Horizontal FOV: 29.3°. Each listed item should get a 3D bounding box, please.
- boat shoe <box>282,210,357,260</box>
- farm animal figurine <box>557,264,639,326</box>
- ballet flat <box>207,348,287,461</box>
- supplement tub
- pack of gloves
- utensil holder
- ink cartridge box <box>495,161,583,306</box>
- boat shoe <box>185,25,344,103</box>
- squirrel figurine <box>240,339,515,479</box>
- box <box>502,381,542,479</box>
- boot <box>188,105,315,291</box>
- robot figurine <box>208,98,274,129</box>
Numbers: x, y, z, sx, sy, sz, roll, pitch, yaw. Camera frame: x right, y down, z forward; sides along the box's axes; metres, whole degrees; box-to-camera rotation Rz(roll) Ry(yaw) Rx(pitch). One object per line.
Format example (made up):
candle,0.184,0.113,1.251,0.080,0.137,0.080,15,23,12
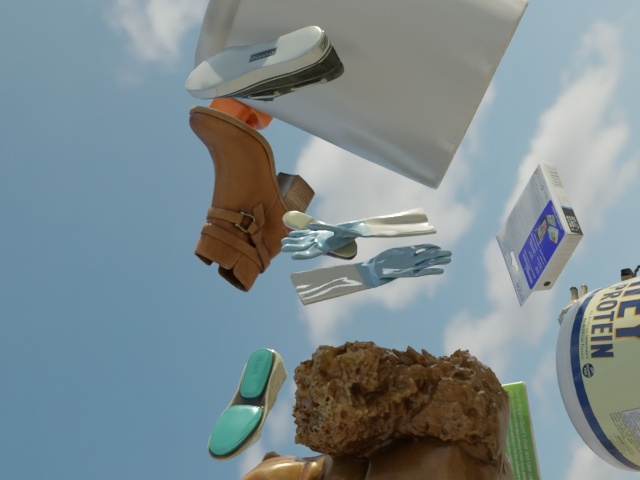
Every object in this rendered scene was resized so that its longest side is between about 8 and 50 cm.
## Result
boat shoe,0.000,0.000,1.844,0.049,0.137,0.043,-43,-35,-35
farm animal figurine,0.628,0.168,2.127,0.327,0.330,0.172,31,-128,-31
ballet flat,-0.118,0.297,2.106,0.086,0.086,0.248,82,-154,-44
supplement tub,0.468,0.135,1.439,0.235,0.325,0.235,17,-118,-37
pack of gloves,0.062,0.003,1.743,0.232,0.195,0.046,-12,-61,-10
utensil holder,0.059,-0.286,1.751,0.328,0.385,0.327,-63,-4,-8
ink cartridge box,0.425,-0.010,2.390,0.206,0.045,0.208,-101,28,-44
boat shoe,-0.073,-0.206,1.547,0.070,0.219,0.078,51,-136,-37
squirrel figurine,0.062,0.312,1.656,0.281,0.370,0.397,-28,-60,-67
box,0.197,0.370,2.001,0.058,0.322,0.232,61,-159,-58
boot,-0.159,-0.069,2.050,0.283,0.109,0.220,45,-110,-32
robot figurine,-0.109,-0.285,2.169,0.158,0.128,0.219,46,-112,-31
